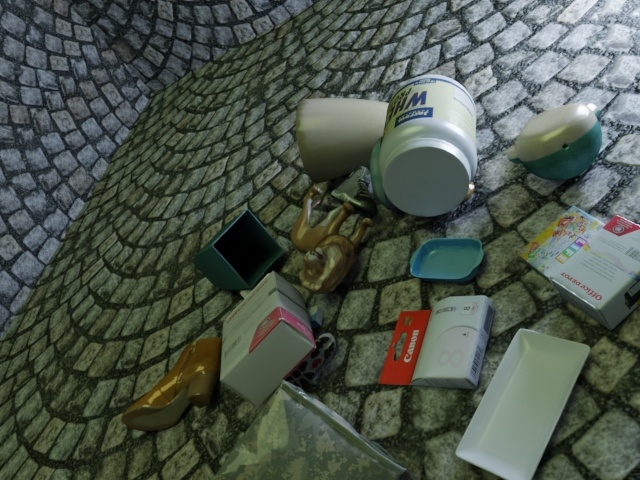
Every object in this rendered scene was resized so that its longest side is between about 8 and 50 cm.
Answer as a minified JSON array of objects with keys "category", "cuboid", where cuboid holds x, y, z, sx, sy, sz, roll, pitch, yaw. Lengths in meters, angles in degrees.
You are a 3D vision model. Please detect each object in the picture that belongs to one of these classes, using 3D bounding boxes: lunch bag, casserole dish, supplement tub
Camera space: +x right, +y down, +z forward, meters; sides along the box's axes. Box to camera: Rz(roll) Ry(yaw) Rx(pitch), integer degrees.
[{"category":"lunch bag","cuboid":[-0.012,0.439,1.151,0.287,0.169,0.235,33,80,21]},{"category":"casserole dish","cuboid":[0.289,0.048,1.404,0.188,0.037,0.114,-1,52,46]},{"category":"supplement tub","cuboid":[0.267,-0.236,1.534,0.235,0.235,0.325,-22,33,28]}]

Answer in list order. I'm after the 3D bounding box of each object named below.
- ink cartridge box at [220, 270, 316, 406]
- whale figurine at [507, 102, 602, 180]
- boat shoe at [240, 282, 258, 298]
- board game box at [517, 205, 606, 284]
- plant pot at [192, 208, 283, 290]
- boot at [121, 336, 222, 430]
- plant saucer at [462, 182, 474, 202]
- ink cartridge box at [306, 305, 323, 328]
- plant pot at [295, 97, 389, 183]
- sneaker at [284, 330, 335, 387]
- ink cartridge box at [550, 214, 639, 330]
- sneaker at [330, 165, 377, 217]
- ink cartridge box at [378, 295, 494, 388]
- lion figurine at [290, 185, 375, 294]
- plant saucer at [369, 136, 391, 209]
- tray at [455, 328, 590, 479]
[{"category":"ink cartridge box","cuboid":[-0.131,0.224,1.488,0.207,0.117,0.283,-47,18,9]},{"category":"whale figurine","cuboid":[0.532,-0.222,1.399,0.216,0.141,0.272,-31,11,17]},{"category":"boat shoe","cuboid":[-0.162,0.162,1.721,0.063,0.066,0.184,-49,25,-8]},{"category":"board game box","cuboid":[0.490,0.008,1.253,0.154,0.026,0.103,-41,34,2]},{"category":"plant pot","cuboid":[-0.268,0.045,1.837,0.234,0.166,0.165,-19,25,52]},{"category":"boot","cuboid":[-0.392,0.384,1.684,0.294,0.104,0.211,-24,33,18]},{"category":"plant saucer","cuboid":[0.344,-0.124,1.555,0.083,0.015,0.084,-27,37,23]},{"category":"ink cartridge box","cuboid":[-0.036,0.201,1.572,0.083,0.028,0.048,-22,38,29]},{"category":"plant pot","cuboid":[0.100,-0.315,1.843,0.273,0.257,0.257,-7,45,18]},{"category":"sneaker","cuboid":[-0.032,0.283,1.466,0.170,0.068,0.071,-42,13,-4]},{"category":"ink cartridge box","cuboid":[0.528,0.056,1.120,0.175,0.072,0.127,-43,34,0]},{"category":"sneaker","cuboid":[0.114,-0.148,1.720,0.132,0.086,0.228,-55,27,-1]},{"category":"ink cartridge box","cuboid":[0.228,0.207,1.278,0.232,0.066,0.189,-4,50,37]},{"category":"lion figurine","cuboid":[0.000,0.000,1.689,0.240,0.142,0.392,-54,20,0]},{"category":"plant saucer","cuboid":[0.156,-0.175,1.641,0.037,0.195,0.195,-5,45,13]},{"category":"tray","cuboid":[0.356,0.286,1.082,0.145,0.030,0.270,10,60,51]}]
